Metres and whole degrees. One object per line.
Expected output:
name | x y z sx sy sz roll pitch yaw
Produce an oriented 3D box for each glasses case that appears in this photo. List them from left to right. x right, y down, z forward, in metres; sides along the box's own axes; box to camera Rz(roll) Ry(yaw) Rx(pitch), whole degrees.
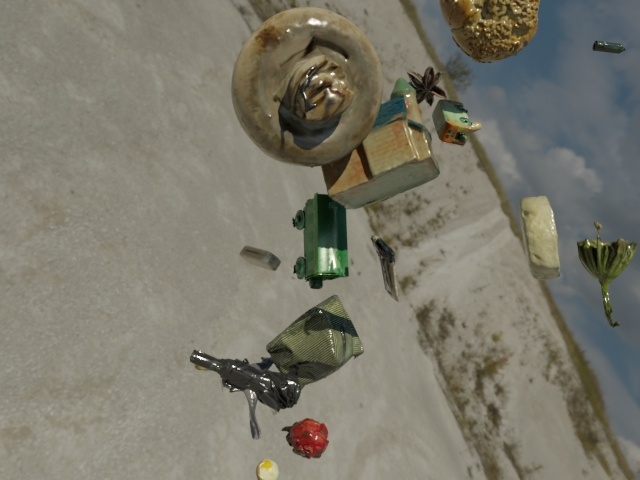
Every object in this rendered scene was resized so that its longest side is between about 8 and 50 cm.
glasses case | -0.220 0.063 1.931 0.196 0.050 0.083 12 -27 51

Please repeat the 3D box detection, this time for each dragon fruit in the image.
dragon fruit | -0.036 0.591 1.593 0.142 0.121 0.130 12 -61 66

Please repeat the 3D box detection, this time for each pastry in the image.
pastry | 0.470 -0.660 1.492 0.311 0.255 0.162 61 24 4

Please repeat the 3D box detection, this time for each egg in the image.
egg | -0.161 0.695 1.612 0.071 0.071 0.083 62 -14 -8

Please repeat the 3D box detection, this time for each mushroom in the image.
mushroom | -0.019 -0.343 1.231 0.362 0.362 0.294 61 -6 -23

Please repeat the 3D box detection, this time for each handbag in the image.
handbag | -0.019 0.386 1.959 0.247 0.340 0.240 -17 71 -54

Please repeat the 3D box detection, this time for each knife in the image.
knife | 0.206 0.091 1.618 0.089 0.043 0.365 58 -5 33

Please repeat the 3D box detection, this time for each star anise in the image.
star anise | 0.444 -0.667 2.327 0.212 0.196 0.073 66 21 -52

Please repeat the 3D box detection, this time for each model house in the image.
model house | 0.146 -0.278 1.485 0.245 0.312 0.280 19 53 -65

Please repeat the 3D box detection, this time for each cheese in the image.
cheese | 0.816 -0.015 1.994 0.318 0.115 0.326 -59 137 -61

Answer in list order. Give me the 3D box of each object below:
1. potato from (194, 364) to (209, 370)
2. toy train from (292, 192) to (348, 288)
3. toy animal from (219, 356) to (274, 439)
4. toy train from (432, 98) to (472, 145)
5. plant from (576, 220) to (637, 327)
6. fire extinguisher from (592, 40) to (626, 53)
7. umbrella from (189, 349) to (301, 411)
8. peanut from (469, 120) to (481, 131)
potato | -0.399 0.432 1.862 0.092 0.046 0.045 7 77 -43
toy train | 0.000 0.000 1.717 0.202 0.120 0.301 -25 -118 59
toy animal | -0.278 0.544 2.009 0.205 0.081 0.367 25 37 -11
toy train | 0.412 -0.370 1.672 0.188 0.099 0.072 -89 -164 -48
plant | 0.968 0.130 1.875 0.180 0.334 0.251 16 -8 21
fire extinguisher | 0.733 -0.485 1.345 0.038 0.083 0.025 -84 -179 -76
umbrella | -0.216 0.395 1.547 0.340 0.118 0.118 26 13 -12
peanut | 0.499 -0.381 1.791 0.037 0.083 0.037 -178 -90 -81
